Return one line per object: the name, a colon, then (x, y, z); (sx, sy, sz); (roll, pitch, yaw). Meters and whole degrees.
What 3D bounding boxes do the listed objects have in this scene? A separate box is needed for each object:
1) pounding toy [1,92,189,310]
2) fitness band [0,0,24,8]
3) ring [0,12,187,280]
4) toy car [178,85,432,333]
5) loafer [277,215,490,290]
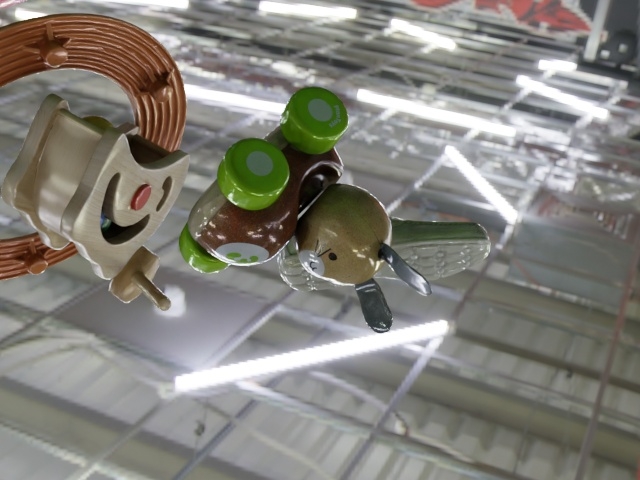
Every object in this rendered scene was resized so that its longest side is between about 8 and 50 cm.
pounding toy: (-0.175, -0.035, 0.939); (0.155, 0.154, 0.269); (28, 165, 11)
fitness band: (-0.365, -0.310, 0.888); (0.291, 0.209, 0.054); (-11, 179, -15)
ring: (-0.274, -0.073, 0.953); (0.336, 0.336, 0.032); (-11, -130, -42)
toy car: (0.000, 0.000, 0.797); (0.188, 0.155, 0.149); (44, -123, 2)
loafer: (0.093, 0.001, 1.467); (0.319, 0.112, 0.111); (-4, -125, 2)
